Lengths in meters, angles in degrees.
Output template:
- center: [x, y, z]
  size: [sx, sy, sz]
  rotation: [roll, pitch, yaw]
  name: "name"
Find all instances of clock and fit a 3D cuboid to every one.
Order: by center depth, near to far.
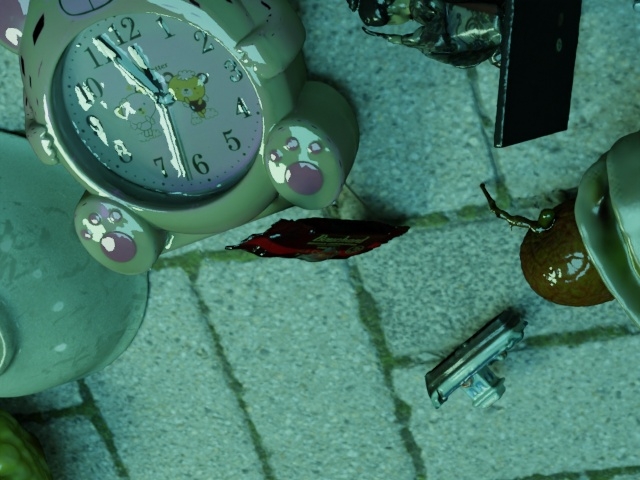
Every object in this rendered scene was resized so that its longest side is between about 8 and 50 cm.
- center: [-0.141, -0.140, 1.484]
  size: [0.284, 0.114, 0.309]
  rotation: [-19, 115, 25]
  name: "clock"

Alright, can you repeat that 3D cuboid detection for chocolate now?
- center: [0.000, 0.000, 1.518]
  size: [0.086, 0.028, 0.182]
  rotation: [-26, 157, 38]
  name: "chocolate"

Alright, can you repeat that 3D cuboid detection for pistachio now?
- center: [0.348, 0.014, 1.400]
  size: [0.332, 0.226, 0.207]
  rotation: [38, 153, -25]
  name: "pistachio"

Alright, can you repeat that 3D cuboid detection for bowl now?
- center: [-0.340, 0.059, 1.637]
  size: [0.313, 0.146, 0.313]
  rotation: [7, 124, 10]
  name: "bowl"

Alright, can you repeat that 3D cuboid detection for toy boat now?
- center: [0.157, 0.127, 1.611]
  size: [0.066, 0.059, 0.140]
  rotation: [49, 123, 2]
  name: "toy boat"

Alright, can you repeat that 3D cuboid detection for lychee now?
- center: [0.221, 0.008, 1.498]
  size: [0.140, 0.114, 0.101]
  rotation: [8, 90, -14]
  name: "lychee"

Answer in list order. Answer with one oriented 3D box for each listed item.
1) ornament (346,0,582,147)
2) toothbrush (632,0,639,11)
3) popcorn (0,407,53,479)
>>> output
- center: [0.107, -0.175, 1.399]
  size: [0.196, 0.166, 0.153]
  rotation: [12, 104, 28]
  name: "ornament"
- center: [0.345, -0.206, 1.384]
  size: [0.162, 0.017, 0.014]
  rotation: [-3, 127, 15]
  name: "toothbrush"
- center: [-0.380, 0.269, 1.758]
  size: [0.181, 0.217, 0.235]
  rotation: [-24, 109, -4]
  name: "popcorn"
